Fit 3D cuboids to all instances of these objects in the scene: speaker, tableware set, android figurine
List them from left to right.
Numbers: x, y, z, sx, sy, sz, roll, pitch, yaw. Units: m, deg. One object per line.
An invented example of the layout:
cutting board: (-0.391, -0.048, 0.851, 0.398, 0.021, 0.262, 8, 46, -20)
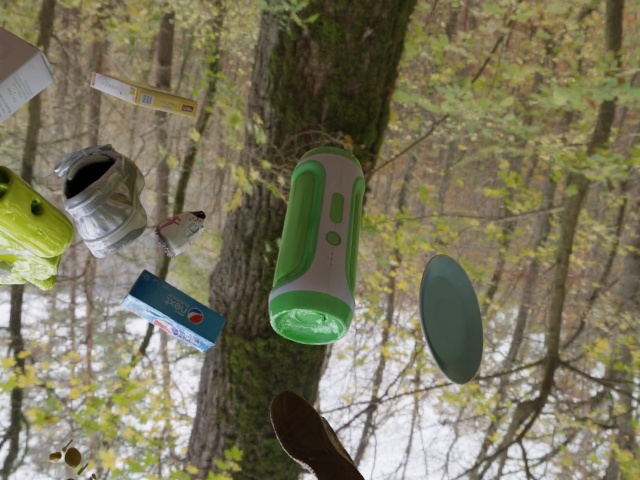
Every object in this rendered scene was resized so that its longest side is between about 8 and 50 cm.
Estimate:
android figurine: (-0.337, -0.020, 0.462, 0.247, 0.056, 0.273, 0, 152, 8)
tableware set: (-0.574, 0.550, 1.249, 0.024, 0.154, 0.104, -25, -171, 11)
speaker: (0.000, 0.000, 0.820, 0.131, 0.297, 0.131, 5, 144, 4)

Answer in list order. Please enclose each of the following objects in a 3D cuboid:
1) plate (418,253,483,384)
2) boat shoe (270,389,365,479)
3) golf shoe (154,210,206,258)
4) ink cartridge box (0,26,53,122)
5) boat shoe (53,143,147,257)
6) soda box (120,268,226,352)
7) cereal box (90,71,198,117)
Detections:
plate: (0.186, 0.114, 0.785, 0.024, 0.188, 0.188, -17, 167, 38)
boat shoe: (-0.007, 0.453, 1.174, 0.285, 0.104, 0.089, 49, 174, 22)
golf shoe: (-0.275, -0.024, 1.075, 0.085, 0.068, 0.186, -28, -161, 3)
ink cartridge box: (-0.460, -0.171, 0.614, 0.189, 0.232, 0.066, 31, 150, 13)
boat shoe: (-0.346, -0.090, 0.832, 0.118, 0.103, 0.320, -30, -144, -5)
soda box: (-0.316, 0.155, 1.167, 0.210, 0.071, 0.067, 34, 138, -15)
cereal box: (-0.453, -0.376, 1.382, 0.240, 0.048, 0.172, 27, -163, 37)
